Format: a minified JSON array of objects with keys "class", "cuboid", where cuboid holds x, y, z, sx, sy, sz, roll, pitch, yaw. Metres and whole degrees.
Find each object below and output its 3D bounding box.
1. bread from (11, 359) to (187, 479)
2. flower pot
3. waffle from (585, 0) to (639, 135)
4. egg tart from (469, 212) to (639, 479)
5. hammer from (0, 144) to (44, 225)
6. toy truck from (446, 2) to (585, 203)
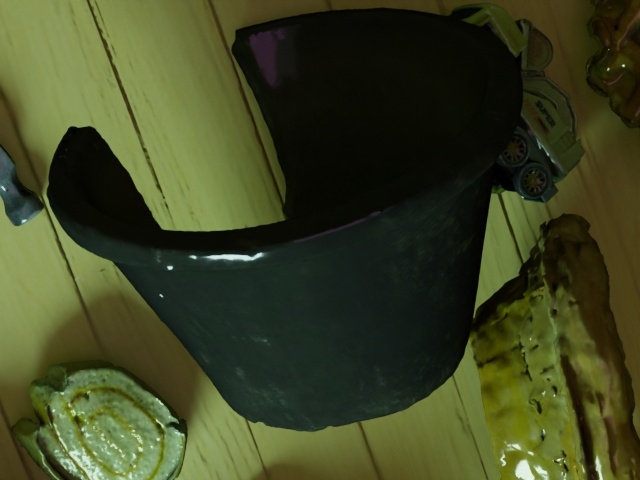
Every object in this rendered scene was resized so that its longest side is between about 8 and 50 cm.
[{"class":"bread","cuboid":[-0.192,0.171,1.293,0.117,0.064,0.156,-46,105,-8]},{"class":"flower pot","cuboid":[0.000,0.000,1.188,0.379,0.379,0.251,-20,120,-10]},{"class":"waffle","cuboid":[0.379,-0.199,1.292,0.302,0.068,0.325,-10,79,20]},{"class":"egg tart","cuboid":[0.208,0.141,1.269,0.129,0.341,0.341,-12,102,8]},{"class":"hammer","cuboid":[-0.391,-0.003,1.230,0.290,0.037,0.137,-35,105,-7]},{"class":"toy truck","cuboid":[0.170,-0.130,1.324,0.116,0.085,0.191,-41,107,-15]}]
